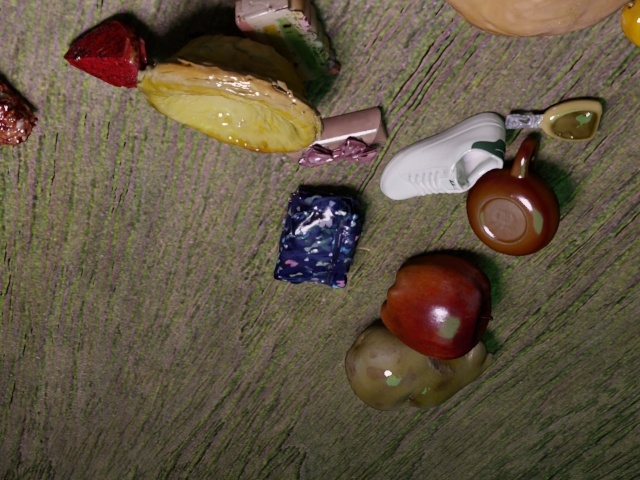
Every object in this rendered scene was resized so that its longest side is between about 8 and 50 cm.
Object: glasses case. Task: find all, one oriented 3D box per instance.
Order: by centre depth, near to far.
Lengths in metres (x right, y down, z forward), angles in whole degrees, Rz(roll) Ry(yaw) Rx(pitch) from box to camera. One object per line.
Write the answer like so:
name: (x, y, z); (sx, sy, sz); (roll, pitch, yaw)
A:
glasses case: (0.026, -0.161, 1.594); (0.193, 0.070, 0.102); (-10, 140, 13)

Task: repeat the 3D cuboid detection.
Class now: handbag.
handbag: (0.000, 0.000, 1.756); (0.162, 0.113, 0.260); (9, 140, -3)

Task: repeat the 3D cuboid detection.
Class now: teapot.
teapot: (0.368, -0.082, 1.661); (0.178, 0.135, 0.252); (20, 125, 21)

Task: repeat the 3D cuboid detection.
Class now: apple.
apple: (0.246, 0.135, 1.846); (0.234, 0.234, 0.234); (0, 140, 0)

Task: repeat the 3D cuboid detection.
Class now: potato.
potato: (0.227, 0.274, 2.027); (0.351, 0.202, 0.218); (-7, 130, -12)

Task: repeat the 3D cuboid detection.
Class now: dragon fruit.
dragon fruit: (-0.319, -0.297, 1.430); (0.162, 0.083, 0.106); (3, 158, 39)

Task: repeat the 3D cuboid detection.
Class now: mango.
mango: (0.541, -0.341, 1.384); (0.187, 0.066, 0.101); (8, 132, -17)

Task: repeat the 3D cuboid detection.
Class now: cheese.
cheese: (0.405, -0.211, 1.560); (0.162, 0.036, 0.086); (0, 139, -1)

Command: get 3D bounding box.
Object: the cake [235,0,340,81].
cake: (-0.051, -0.332, 1.415); (0.109, 0.090, 0.225); (-12, 157, 14)

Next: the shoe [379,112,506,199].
shoe: (0.218, -0.127, 1.605); (0.265, 0.110, 0.095); (-32, 131, 29)

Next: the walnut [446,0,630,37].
walnut: (0.274, -0.423, 1.055); (0.383, 0.383, 0.383); (0, 140, 0)

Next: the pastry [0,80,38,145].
pastry: (-0.571, -0.238, 1.482); (0.115, 0.097, 0.208); (-31, 133, 17)

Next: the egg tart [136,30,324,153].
egg tart: (-0.132, -0.236, 1.401); (0.315, 0.120, 0.315); (14, 168, 3)
